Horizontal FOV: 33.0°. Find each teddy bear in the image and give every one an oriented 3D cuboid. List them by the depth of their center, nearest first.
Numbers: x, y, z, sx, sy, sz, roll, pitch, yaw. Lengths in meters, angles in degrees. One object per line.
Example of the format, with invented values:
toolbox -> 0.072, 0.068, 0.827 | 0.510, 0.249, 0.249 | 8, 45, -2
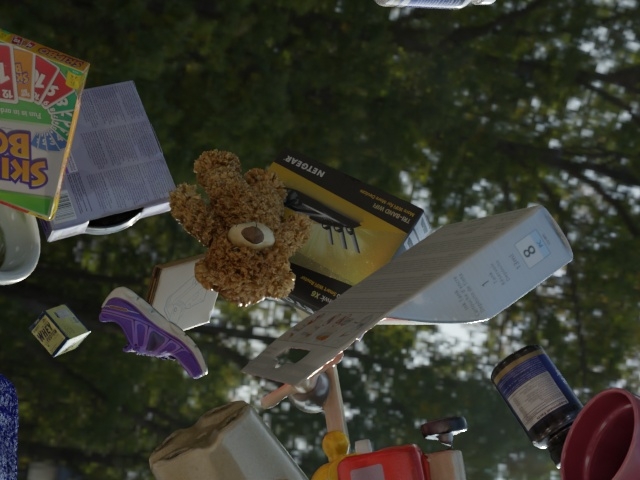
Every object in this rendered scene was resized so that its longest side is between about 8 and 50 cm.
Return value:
teddy bear -> -0.121, -0.041, 1.745 | 0.113, 0.245, 0.338 | -48, -170, 27

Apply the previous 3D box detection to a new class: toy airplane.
toy airplane -> 0.031, 0.355, 1.481 | 0.386, 0.272, 0.384 | -124, -147, -58

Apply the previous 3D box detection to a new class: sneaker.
sneaker -> -0.227, 0.135, 1.462 | 0.071, 0.170, 0.068 | -53, -170, -11

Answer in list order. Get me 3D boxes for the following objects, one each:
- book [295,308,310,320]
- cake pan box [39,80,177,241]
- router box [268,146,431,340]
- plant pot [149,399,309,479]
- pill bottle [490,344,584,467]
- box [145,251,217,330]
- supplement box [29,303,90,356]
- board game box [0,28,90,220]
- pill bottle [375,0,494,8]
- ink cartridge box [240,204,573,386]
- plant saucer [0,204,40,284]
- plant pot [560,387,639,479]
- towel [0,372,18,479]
book -> -0.033, 0.158, 2.437 | 0.144, 0.035, 0.096 | 54, 2, 3
cake pan box -> -0.411, -0.144, 1.948 | 0.267, 0.246, 0.070 | 66, -27, 11
router box -> 0.000, 0.000, 1.900 | 0.309, 0.081, 0.243 | 25, -106, 27
plant pot -> -0.157, 0.487, 2.049 | 0.305, 0.334, 0.334 | 61, -24, -9
pill bottle -> 0.432, 0.319, 2.075 | 0.219, 0.123, 0.123 | 58, -43, 26
box -> -0.258, 0.104, 2.031 | 0.021, 0.201, 0.164 | 30, -66, 25
supplement box -> -0.542, 0.186, 2.246 | 0.083, 0.083, 0.056 | 46, -67, 10
board game box -> -0.387, -0.138, 1.407 | 0.039, 0.124, 0.259 | -72, -176, -53
pill bottle -> 0.248, -0.572, 2.308 | 0.153, 0.265, 0.153 | 178, -90, -69
ink cartridge box -> 0.102, 0.099, 1.418 | 0.091, 0.385, 0.308 | 57, -16, -6
plant saucer -> -0.638, -0.082, 1.797 | 0.100, 0.400, 0.400 | -32, -138, 13
plant pot -> 0.525, 0.368, 1.778 | 0.201, 0.180, 0.201 | -56, -165, 24
towel -> -0.415, 0.279, 1.295 | 0.227, 0.076, 0.308 | 87, -8, -63
